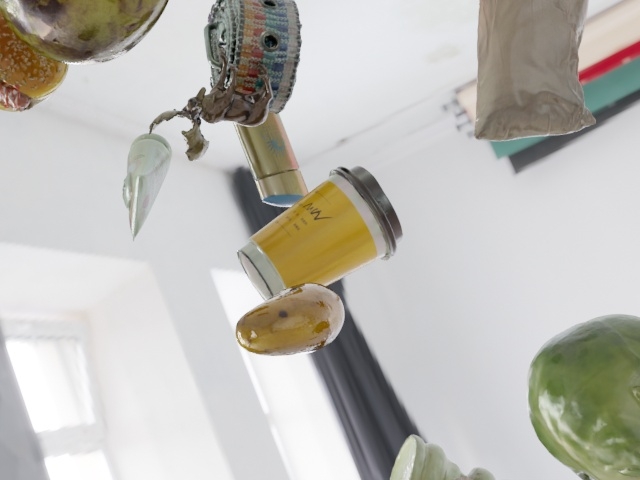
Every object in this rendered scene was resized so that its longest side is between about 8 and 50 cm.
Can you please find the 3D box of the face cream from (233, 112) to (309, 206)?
[{"bbox_3d":[-0.118,-0.206,2.487,0.067,0.285,0.139,-24,-5,40],"label":"face cream"}]

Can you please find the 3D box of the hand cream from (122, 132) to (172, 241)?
[{"bbox_3d":[-0.366,-0.129,2.352,0.093,0.306,0.147,8,-62,-7],"label":"hand cream"}]

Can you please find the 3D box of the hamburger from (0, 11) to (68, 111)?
[{"bbox_3d":[-0.518,-0.306,1.839,0.173,0.210,0.116,-52,1,-15],"label":"hamburger"}]

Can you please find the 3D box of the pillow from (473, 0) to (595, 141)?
[{"bbox_3d":[0.302,-0.264,1.581,0.173,0.270,0.067,3,-14,-2],"label":"pillow"}]

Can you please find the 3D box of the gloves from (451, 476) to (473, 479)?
[{"bbox_3d":[0.204,0.438,1.753,0.110,0.094,0.144,-63,-7,34],"label":"gloves"}]

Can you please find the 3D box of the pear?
[{"bbox_3d":[-0.354,-0.399,1.685,0.284,0.283,0.283,-21,-13,-5],"label":"pear"}]

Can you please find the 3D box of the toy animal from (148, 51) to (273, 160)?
[{"bbox_3d":[-0.183,-0.232,1.988,0.214,0.093,0.186,8,-62,-38],"label":"toy animal"}]

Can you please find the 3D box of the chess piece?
[{"bbox_3d":[0.258,0.451,1.989,0.251,0.144,0.144,19,-22,-6],"label":"chess piece"}]

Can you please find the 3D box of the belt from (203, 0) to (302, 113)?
[{"bbox_3d":[-0.142,-0.383,2.155,0.161,0.295,0.206,5,-37,-18],"label":"belt"}]

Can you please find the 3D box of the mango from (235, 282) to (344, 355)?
[{"bbox_3d":[-0.033,0.104,1.456,0.115,0.090,0.178,-11,-1,22],"label":"mango"}]

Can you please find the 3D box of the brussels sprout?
[{"bbox_3d":[0.384,0.211,1.445,0.244,0.244,0.244,-21,-13,-5],"label":"brussels sprout"}]

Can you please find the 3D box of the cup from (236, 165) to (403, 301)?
[{"bbox_3d":[0.000,0.000,2.026,0.280,0.196,0.196,-33,-11,-13],"label":"cup"}]
